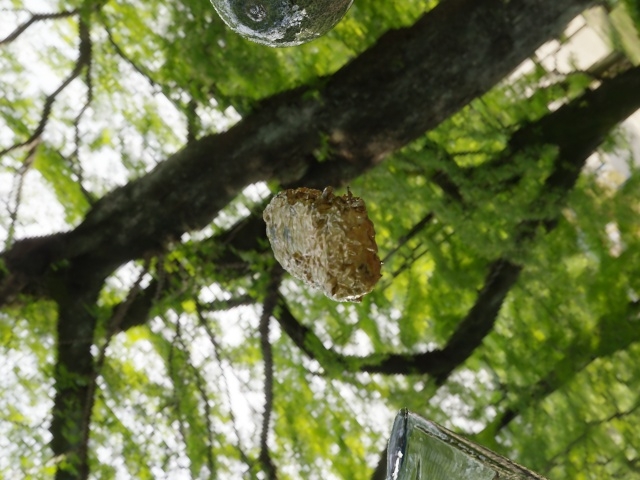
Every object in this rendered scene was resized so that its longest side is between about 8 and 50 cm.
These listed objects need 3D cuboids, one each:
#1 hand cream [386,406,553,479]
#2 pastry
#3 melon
[{"bbox_3d":[0.077,0.122,0.374,0.055,0.086,0.235,15,172,-19],"label":"hand cream"},{"bbox_3d":[0.000,0.000,0.660,0.140,0.056,0.080,-171,68,-76],"label":"pastry"},{"bbox_3d":[-0.019,-0.175,0.577,0.098,0.098,0.131,47,-141,-26],"label":"melon"}]
